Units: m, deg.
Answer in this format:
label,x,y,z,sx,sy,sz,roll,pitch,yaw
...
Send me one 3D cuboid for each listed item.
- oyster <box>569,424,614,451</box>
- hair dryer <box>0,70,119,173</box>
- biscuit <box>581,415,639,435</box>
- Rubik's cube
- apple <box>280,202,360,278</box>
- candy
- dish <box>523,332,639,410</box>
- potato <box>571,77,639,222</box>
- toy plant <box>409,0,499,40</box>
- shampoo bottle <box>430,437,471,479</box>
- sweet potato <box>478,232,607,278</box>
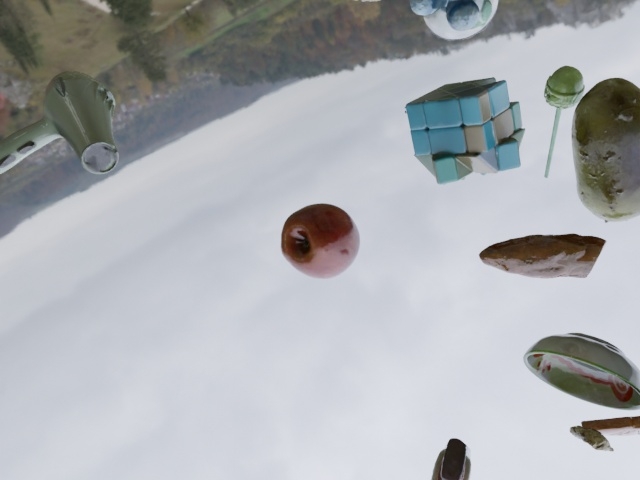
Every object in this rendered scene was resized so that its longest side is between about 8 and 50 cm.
label,x,y,z,sx,sy,sz,roll,pitch,yaw
oyster,0.632,0.474,1.357,0.038,0.081,0.083,-52,-165,-32
hair dryer,-0.327,-0.114,0.698,0.219,0.088,0.225,23,-117,40
biscuit,0.811,0.468,1.457,0.306,0.043,0.284,-4,158,0
Rubik's cube,0.309,-0.228,1.271,0.265,0.213,0.224,6,-150,44
apple,0.000,0.000,1.646,0.218,0.218,0.201,-13,178,34
candy,0.582,-0.278,1.430,0.092,0.336,0.093,-27,-128,-12
dish,0.747,0.341,1.612,0.324,0.324,0.124,0,-125,54
potato,0.635,-0.189,1.217,0.210,0.308,0.173,-21,-160,9
toy plant,0.372,-0.691,1.588,0.247,0.247,0.332,-19,-177,19
shampoo bottle,0.244,0.434,1.069,0.071,0.284,0.153,16,-112,17
sweet potato,0.444,0.032,1.148,0.251,0.097,0.097,0,-162,0
